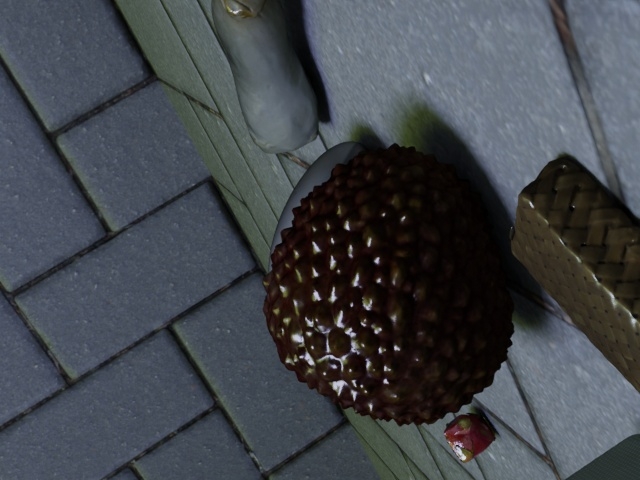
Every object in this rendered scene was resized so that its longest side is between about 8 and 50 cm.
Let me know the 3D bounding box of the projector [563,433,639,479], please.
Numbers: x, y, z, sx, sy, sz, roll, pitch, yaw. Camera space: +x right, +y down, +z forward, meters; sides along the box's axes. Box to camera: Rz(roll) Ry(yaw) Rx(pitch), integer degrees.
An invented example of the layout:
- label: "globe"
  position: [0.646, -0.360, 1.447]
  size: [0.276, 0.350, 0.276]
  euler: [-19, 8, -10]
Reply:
- label: "projector"
  position: [0.290, 0.277, 0.679]
  size: [0.177, 0.163, 0.242]
  euler: [57, 172, -6]

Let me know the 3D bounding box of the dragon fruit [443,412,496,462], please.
- label: "dragon fruit"
  position: [0.219, 0.280, 1.296]
  size: [0.056, 0.060, 0.083]
  euler: [55, -161, 2]

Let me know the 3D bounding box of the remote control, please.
- label: "remote control"
  position: [0.000, 0.000, 1.119]
  size: [0.103, 0.221, 0.332]
  euler: [22, 165, 6]

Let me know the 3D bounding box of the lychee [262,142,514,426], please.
- label: "lychee"
  position: [0.068, 0.037, 0.862]
  size: [0.271, 0.271, 0.271]
  euler: [55, 169, 16]

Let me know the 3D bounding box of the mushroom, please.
- label: "mushroom"
  position: [-0.067, -0.209, 1.054]
  size: [0.351, 0.097, 0.109]
  euler: [68, -178, -61]

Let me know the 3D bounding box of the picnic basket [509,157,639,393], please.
- label: "picnic basket"
  position: [0.210, 0.034, 0.643]
  size: [0.193, 0.054, 0.110]
  euler: [55, 169, 27]
